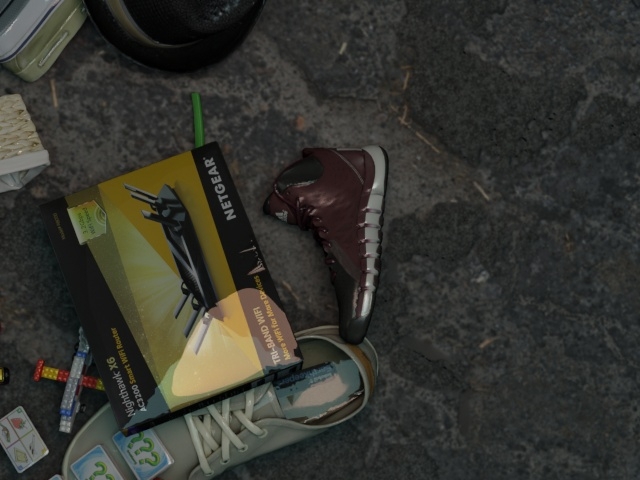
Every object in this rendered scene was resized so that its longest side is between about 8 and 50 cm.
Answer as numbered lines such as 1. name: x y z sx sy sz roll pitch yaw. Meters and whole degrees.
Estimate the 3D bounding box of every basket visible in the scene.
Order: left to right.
1. basket: -0.445 -0.111 1.789 0.167 0.113 0.103 -17 85 -35

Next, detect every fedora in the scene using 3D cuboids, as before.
1. fedora: -0.149 -0.375 1.795 0.334 0.152 0.334 -8 103 -35

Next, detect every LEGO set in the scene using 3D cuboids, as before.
1. LEGO set: -0.328 0.235 1.813 0.182 0.060 0.244 -35 73 0

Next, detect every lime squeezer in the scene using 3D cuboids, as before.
1. lime squeezer: -0.197 -0.040 1.893 0.110 0.059 0.310 27 85 24

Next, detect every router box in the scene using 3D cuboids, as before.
1. router box: -0.188 0.060 1.787 0.243 0.081 0.309 -21 79 -7

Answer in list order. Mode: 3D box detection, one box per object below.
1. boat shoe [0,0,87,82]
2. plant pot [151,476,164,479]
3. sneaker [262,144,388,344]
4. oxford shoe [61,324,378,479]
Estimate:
1. boat shoe: -0.326 -0.342 1.854 0.302 0.109 0.094 -51 134 -9
2. plant pot: -0.230 0.441 1.741 0.243 0.275 0.275 -40 96 -13
3. sneaker: 0.000 0.000 1.885 0.162 0.106 0.281 6 65 -1
4. oxford shoe: -0.128 0.231 1.855 0.449 0.130 0.169 -22 96 -7
